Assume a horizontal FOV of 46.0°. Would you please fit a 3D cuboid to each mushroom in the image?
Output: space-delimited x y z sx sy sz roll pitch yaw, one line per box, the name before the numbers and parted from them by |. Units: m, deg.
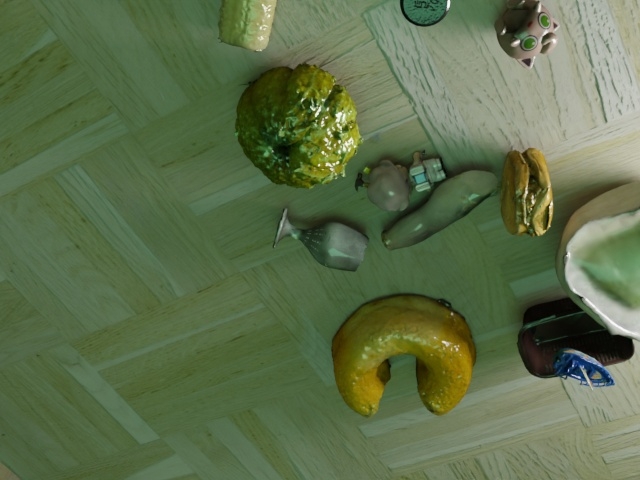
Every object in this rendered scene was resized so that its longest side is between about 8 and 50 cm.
mushroom | 0.295 -0.070 1.915 0.109 0.097 0.351 7 144 -47

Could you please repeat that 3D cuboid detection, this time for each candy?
candy | 0.795 0.057 1.860 0.386 0.186 0.427 -38 103 8

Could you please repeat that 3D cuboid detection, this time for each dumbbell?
dumbbell | 0.215 -0.516 1.546 0.100 0.191 0.100 4 125 6

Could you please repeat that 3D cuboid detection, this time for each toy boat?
toy boat | 0.707 0.362 2.003 0.175 0.110 0.091 21 124 -8

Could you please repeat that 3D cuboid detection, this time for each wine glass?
wine glass | 0.000 0.000 1.992 0.241 0.126 0.126 17 126 -2

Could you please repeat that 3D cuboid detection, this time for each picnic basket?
picnic basket | 0.689 0.246 2.073 0.297 0.129 0.222 -16 121 17

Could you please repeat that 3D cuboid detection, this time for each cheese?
cheese | -0.159 -0.514 1.662 0.123 0.094 0.167 18 122 7

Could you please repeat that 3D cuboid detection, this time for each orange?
orange | -0.059 -0.252 1.760 0.300 0.223 0.301 -1 126 15

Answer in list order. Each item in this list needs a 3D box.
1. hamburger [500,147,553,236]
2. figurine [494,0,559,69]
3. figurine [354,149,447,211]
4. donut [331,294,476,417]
hamburger | 0.489 -0.110 1.801 0.108 0.213 0.213 -6 125 8
figurine | 0.439 -0.448 1.609 0.138 0.125 0.125 31 125 -30
figurine | 0.201 -0.142 1.875 0.229 0.112 0.137 -18 117 8
donut | 0.231 0.347 2.187 0.435 0.163 0.377 -4 124 11
